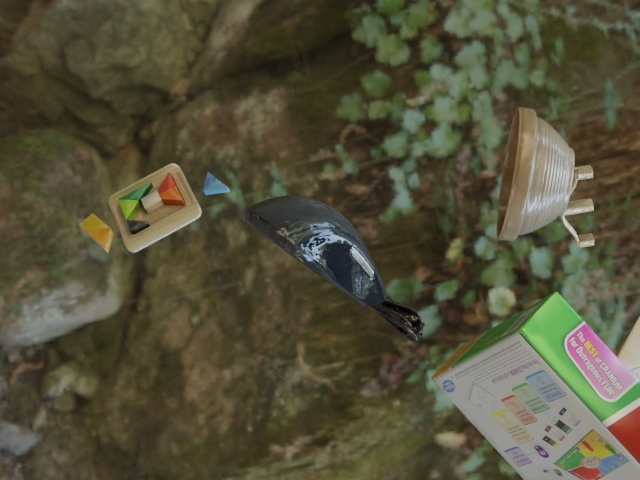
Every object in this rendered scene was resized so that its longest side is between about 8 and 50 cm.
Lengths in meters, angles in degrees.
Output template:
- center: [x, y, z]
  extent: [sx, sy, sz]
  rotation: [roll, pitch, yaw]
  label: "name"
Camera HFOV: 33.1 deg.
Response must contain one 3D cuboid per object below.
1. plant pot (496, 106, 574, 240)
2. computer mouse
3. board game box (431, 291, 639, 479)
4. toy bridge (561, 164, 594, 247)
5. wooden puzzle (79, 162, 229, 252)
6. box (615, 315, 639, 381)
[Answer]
- center: [0.381, -0.111, 1.893]
  extent: [0.237, 0.109, 0.238]
  rotation: [8, 90, -86]
  label: "plant pot"
- center: [0.000, 0.000, 1.071]
  extent: [0.184, 0.060, 0.262]
  rotation: [35, -2, 44]
  label: "computer mouse"
- center: [0.285, 0.220, 1.146]
  extent: [0.316, 0.064, 0.242]
  rotation: [48, -24, 3]
  label: "board game box"
- center: [0.494, -0.064, 2.073]
  extent: [0.026, 0.063, 0.188]
  rotation: [-91, 171, -52]
  label: "toy bridge"
- center: [-0.138, -0.028, 0.877]
  extent: [0.078, 0.116, 0.014]
  rotation: [48, -12, 44]
  label: "wooden puzzle"
- center: [0.432, 0.211, 1.370]
  extent: [0.164, 0.021, 0.201]
  rotation: [41, 50, 5]
  label: "box"
